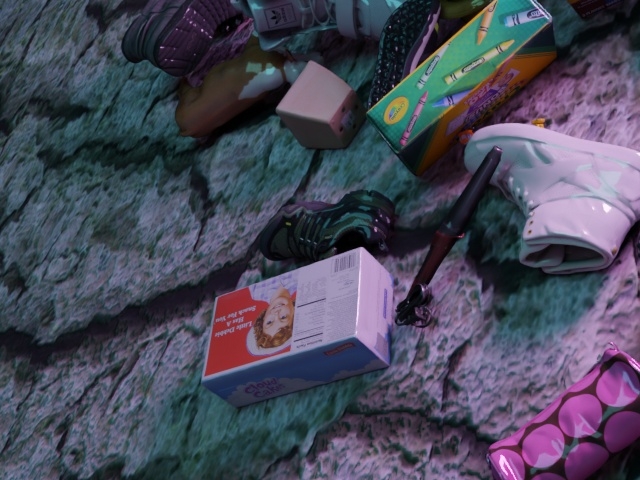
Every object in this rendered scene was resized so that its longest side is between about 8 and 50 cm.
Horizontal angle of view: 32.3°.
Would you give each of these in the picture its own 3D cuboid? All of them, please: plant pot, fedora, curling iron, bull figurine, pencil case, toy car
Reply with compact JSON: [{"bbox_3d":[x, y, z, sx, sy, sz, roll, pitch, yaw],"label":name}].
[{"bbox_3d":[0.012,-0.212,1.812,0.096,0.109,0.109,23,72,36],"label":"plant pot"},{"bbox_3d":[0.261,-0.393,1.760,0.194,0.079,0.194,-29,30,18],"label":"fedora"},{"bbox_3d":[0.174,0.000,1.461,0.274,0.035,0.068,-62,27,11],"label":"curling iron"},{"bbox_3d":[-0.140,-0.300,2.023,0.310,0.101,0.188,-26,39,19],"label":"bull figurine"},{"bbox_3d":[0.275,0.209,1.211,0.209,0.095,0.098,-40,74,3],"label":"pencil case"},{"bbox_3d":[0.255,-0.145,1.572,0.122,0.060,0.040,-7,84,46],"label":"toy car"}]

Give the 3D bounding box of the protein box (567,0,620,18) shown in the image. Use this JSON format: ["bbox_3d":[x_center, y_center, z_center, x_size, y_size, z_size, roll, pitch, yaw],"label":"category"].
[{"bbox_3d":[0.378,-0.468,1.589,0.136,0.201,0.199,-23,62,26],"label":"protein box"}]

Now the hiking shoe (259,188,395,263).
[{"bbox_3d":[0.000,0.000,1.641,0.227,0.086,0.114,-18,42,28],"label":"hiking shoe"}]

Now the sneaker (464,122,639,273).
[{"bbox_3d":[0.274,-0.051,1.428,0.293,0.108,0.169,15,64,46],"label":"sneaker"}]

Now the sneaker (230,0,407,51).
[{"bbox_3d":[0.009,-0.384,1.864,0.210,0.137,0.366,-29,43,-21],"label":"sneaker"}]

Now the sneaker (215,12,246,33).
[{"bbox_3d":[-0.261,-0.477,2.287,0.276,0.097,0.135,-12,49,32],"label":"sneaker"}]

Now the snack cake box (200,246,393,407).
[{"bbox_3d":[-0.032,0.126,1.557,0.264,0.089,0.152,-19,47,29],"label":"snack cake box"}]

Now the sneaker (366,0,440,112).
[{"bbox_3d":[0.138,-0.266,1.729,0.084,0.097,0.234,16,83,40],"label":"sneaker"}]

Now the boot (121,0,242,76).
[{"bbox_3d":[-0.241,-0.469,2.124,0.338,0.118,0.223,-46,35,-8],"label":"boot"}]

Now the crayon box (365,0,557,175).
[{"bbox_3d":[0.205,-0.223,1.585,0.278,0.165,0.081,-41,75,6],"label":"crayon box"}]
